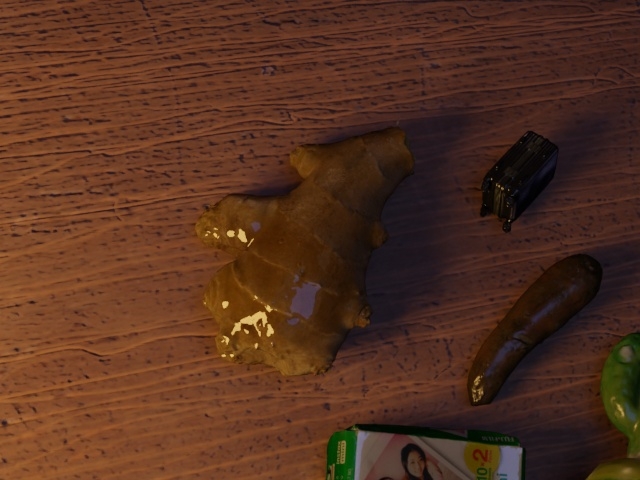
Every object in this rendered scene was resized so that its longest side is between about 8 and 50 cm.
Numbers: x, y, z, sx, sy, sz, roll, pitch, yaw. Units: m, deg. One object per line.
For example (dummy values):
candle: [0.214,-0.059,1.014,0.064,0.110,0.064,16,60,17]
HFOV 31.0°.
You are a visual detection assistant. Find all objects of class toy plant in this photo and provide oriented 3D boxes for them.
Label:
toy plant: [0.460,0.275,1.515,0.224,0.184,0.315,20,60,8]

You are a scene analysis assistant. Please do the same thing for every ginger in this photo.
ginger: [-0.023,-0.004,1.486,0.236,0.166,0.375,6,48,22]

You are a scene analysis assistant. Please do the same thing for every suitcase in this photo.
suitcase: [0.273,-0.084,1.583,0.059,0.086,0.126,36,67,23]

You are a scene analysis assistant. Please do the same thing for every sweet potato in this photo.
sweet potato: [0.283,0.113,1.549,0.075,0.075,0.273,47,72,-1]

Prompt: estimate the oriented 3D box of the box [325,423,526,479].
box: [0.130,0.324,1.435,0.250,0.103,0.180,7,76,-14]
